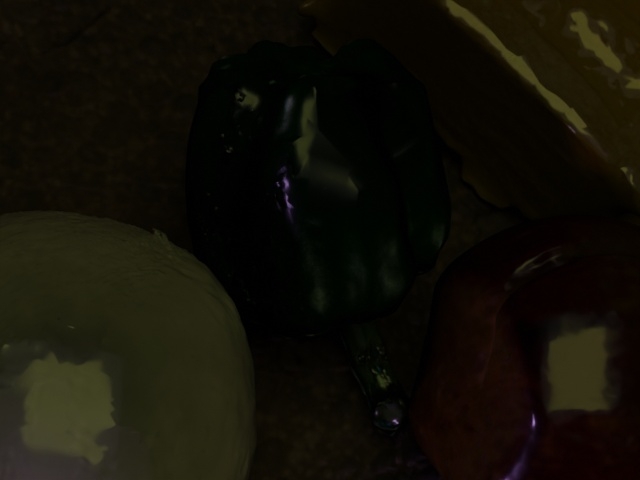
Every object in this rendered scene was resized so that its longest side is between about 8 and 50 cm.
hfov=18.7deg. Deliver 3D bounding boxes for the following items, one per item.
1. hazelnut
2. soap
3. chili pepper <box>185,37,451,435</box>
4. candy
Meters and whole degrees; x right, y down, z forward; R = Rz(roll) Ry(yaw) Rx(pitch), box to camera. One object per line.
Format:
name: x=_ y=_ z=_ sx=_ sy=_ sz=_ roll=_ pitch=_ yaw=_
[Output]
hazelnut: x=0.166 y=0.100 z=1.249 sx=0.218 sy=0.218 sz=0.234 roll=1 pitch=79 yaw=-12
soap: x=0.204 y=-0.182 z=1.398 sx=0.293 sy=0.156 sz=0.335 roll=45 pitch=64 yaw=7
chili pepper: x=0.000 y=0.000 z=1.273 sx=0.165 sy=0.261 sz=0.174 roll=1 pitch=27 yaw=15
candy: x=-0.174 y=0.108 z=1.176 sx=0.295 sy=0.185 sz=0.296 roll=4 pitch=71 yaw=-12
